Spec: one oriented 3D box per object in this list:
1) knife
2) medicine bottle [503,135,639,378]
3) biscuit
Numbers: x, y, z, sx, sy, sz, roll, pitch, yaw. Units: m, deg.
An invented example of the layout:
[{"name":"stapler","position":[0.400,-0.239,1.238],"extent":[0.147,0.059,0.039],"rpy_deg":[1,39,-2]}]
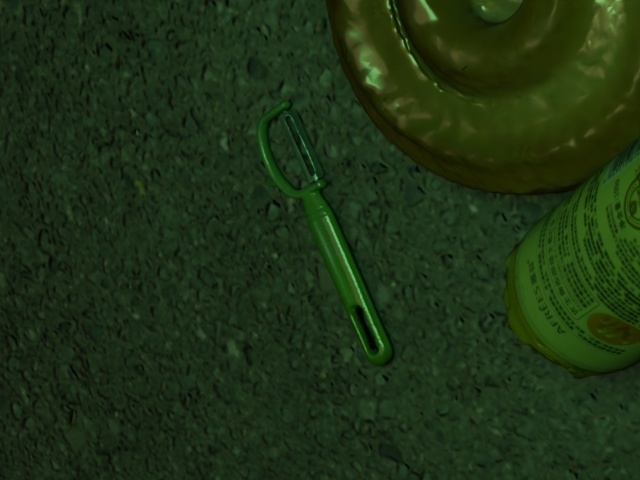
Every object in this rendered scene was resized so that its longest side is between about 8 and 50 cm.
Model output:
[{"name":"knife","position":[0.000,0.000,1.341],"extent":[0.054,0.015,0.212],"rpy_deg":[-28,85,36]},{"name":"medicine bottle","position":[0.206,0.002,1.096],"extent":[0.124,0.124,0.239],"rpy_deg":[58,151,10]},{"name":"biscuit","position":[0.126,-0.171,1.164],"extent":[0.296,0.102,0.296],"rpy_deg":[10,107,35]}]
